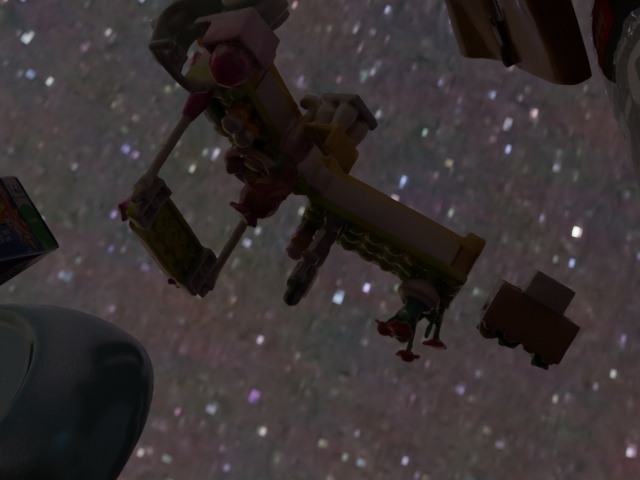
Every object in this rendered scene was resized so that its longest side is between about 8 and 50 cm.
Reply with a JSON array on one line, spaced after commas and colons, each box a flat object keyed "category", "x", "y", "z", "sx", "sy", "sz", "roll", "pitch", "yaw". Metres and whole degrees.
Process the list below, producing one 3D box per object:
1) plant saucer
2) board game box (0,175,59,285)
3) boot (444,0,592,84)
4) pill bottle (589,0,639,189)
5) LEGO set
[{"category": "plant saucer", "x": -0.221, "y": 0.121, "z": 0.751, "sx": 0.318, "sy": 0.317, "sz": 0.043, "roll": -18, "pitch": -65, "yaw": 30}, {"category": "board game box", "x": -0.203, "y": 0.045, "z": 0.601, "sx": 0.201, "sy": 0.136, "sz": 0.035, "roll": -32, "pitch": -92, "yaw": 9}, {"category": "boot", "x": 0.082, "y": -0.211, "z": 0.895, "sx": 0.096, "sy": 0.264, "sz": 0.280, "roll": -23, "pitch": -75, "yaw": -15}, {"category": "pill bottle", "x": 0.230, "y": -0.089, "z": 0.879, "sx": 0.161, "sy": 0.283, "sz": 0.161, "roll": -3, "pitch": -48, "yaw": -3}, {"category": "LEGO set", "x": 0.000, "y": 0.000, "z": 0.846, "sx": 0.132, "sy": 0.107, "sz": 0.287, "roll": -2, "pitch": -39, "yaw": 51}]
